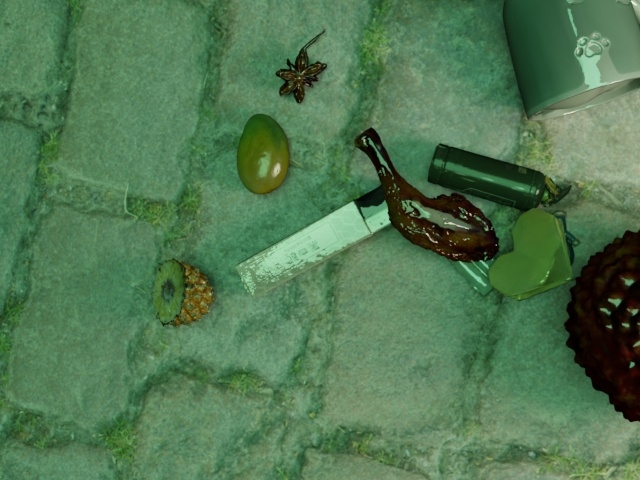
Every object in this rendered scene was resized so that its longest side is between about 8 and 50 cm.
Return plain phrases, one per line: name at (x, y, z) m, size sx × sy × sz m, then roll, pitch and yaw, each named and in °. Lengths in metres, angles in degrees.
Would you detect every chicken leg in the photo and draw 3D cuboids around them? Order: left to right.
chicken leg at (0.221, -0.080, 1.528) m, size 0.407 × 0.096 × 0.158 m, roll 39°, pitch 75°, yaw -5°

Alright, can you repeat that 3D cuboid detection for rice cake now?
rice cake at (0.326, 0.025, 1.615) m, size 0.226 × 0.040 × 0.085 m, roll 45°, pitch 99°, yaw 6°

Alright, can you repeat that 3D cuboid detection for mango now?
mango at (-0.138, -0.207, 1.672) m, size 0.130 × 0.092 × 0.195 m, roll -11°, pitch 80°, yaw 12°

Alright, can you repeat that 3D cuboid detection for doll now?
doll at (0.517, 0.011, 1.562) m, size 0.114 × 0.085 × 0.152 m, roll -3°, pitch 80°, yaw 33°

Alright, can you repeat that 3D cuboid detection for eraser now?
eraser at (0.000, 0.000, 1.642) m, size 0.403 × 0.098 × 0.096 m, roll -28°, pitch 91°, yaw 10°

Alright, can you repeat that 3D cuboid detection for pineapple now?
pineapple at (-0.309, 0.130, 1.689) m, size 0.176 × 0.136 × 0.162 m, roll 14°, pitch 93°, yaw 47°

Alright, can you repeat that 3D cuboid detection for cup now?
cup at (0.569, -0.433, 1.483) m, size 0.356 × 0.259 × 0.275 m, roll -15°, pitch 87°, yaw -21°

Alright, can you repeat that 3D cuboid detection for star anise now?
star anise at (-0.037, -0.417, 1.663) m, size 0.097 × 0.070 × 0.191 m, roll 36°, pitch 96°, yaw -20°

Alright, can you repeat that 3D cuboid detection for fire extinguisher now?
fire extinguisher at (0.402, -0.136, 1.576) m, size 0.311 × 0.114 × 0.095 m, roll 19°, pitch 135°, yaw 10°

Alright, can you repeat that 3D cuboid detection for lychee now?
lychee at (0.726, 0.182, 1.368) m, size 0.499 × 0.424 × 0.425 m, roll 23°, pitch 95°, yaw -6°

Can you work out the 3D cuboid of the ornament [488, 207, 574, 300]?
ornament at (0.467, 0.042, 1.501) m, size 0.180 × 0.059 × 0.201 m, roll 33°, pitch 97°, yaw 48°
